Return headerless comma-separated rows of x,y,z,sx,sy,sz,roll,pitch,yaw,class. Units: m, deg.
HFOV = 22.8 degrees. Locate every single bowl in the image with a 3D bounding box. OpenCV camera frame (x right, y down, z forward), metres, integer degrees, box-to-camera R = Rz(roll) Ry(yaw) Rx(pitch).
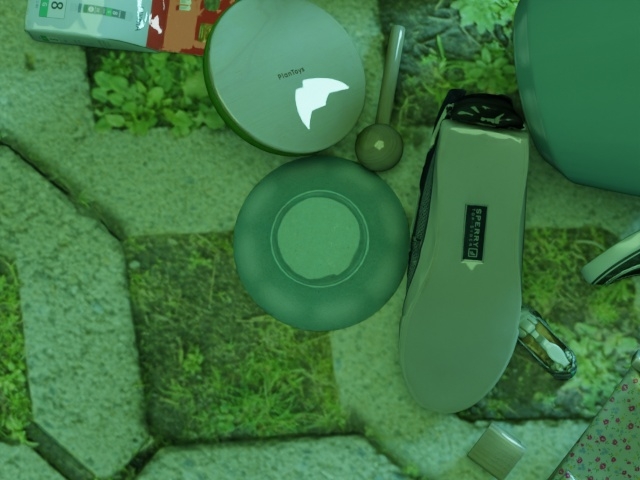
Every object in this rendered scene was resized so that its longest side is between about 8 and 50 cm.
0.298,-0.175,1.613,0.163,0.311,0.311,-9,81,22,bowl

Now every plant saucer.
0.000,0.000,1.714,0.195,0.037,0.195,0,81,3,plant saucer

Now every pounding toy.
-0.032,-0.159,1.720,0.237,0.110,0.183,9,70,-24,pounding toy

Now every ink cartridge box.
-0.205,-0.302,1.762,0.225,0.056,0.181,6,83,6,ink cartridge box

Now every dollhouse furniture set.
0.362,0.214,1.549,0.355,0.174,0.303,35,105,7,dollhouse furniture set

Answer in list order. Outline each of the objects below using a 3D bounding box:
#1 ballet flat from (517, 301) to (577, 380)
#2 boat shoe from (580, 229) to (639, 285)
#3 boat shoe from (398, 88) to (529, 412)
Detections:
0.230,0.101,1.684,0.041,0.041,0.114,-45,82,-3,ballet flat
0.383,0.007,1.668,0.219,0.078,0.070,-24,80,-1,boat shoe
0.156,0.002,1.673,0.127,0.158,0.340,10,111,0,boat shoe
